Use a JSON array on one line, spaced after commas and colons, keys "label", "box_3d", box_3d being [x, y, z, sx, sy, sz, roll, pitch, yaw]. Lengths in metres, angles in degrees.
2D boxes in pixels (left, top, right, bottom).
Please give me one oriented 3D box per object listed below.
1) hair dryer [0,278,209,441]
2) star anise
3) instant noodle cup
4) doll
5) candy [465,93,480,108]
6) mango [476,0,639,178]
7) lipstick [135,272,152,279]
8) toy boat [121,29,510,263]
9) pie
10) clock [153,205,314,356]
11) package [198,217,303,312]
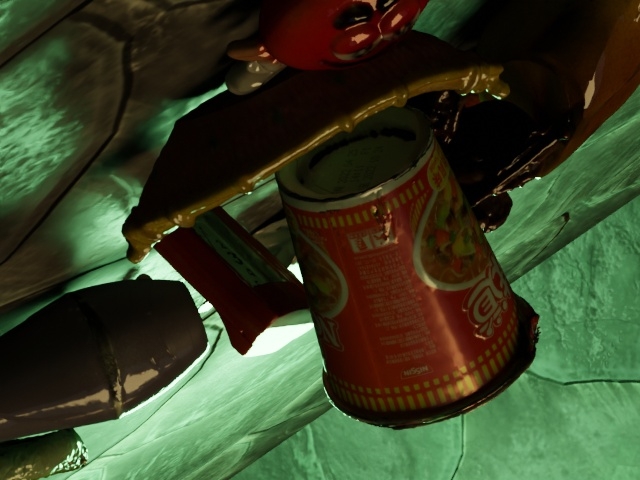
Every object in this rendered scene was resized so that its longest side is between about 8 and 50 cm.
[{"label": "hair dryer", "box_3d": [-0.269, 0.148, 1.799, 0.301, 0.121, 0.361, -21, 172, -15]}, {"label": "star anise", "box_3d": [0.087, -0.074, 1.658, 0.126, 0.190, 0.220, -56, 179, -30]}, {"label": "instant noodle cup", "box_3d": [0.060, 0.011, 1.541, 0.193, 0.212, 0.193, -15, -147, 10]}, {"label": "doll", "box_3d": [0.023, -0.162, 1.306, 0.183, 0.085, 0.217, -30, 177, -15]}, {"label": "candy", "box_3d": [0.171, -0.154, 1.818, 0.292, 0.059, 0.086, -33, 168, -8]}, {"label": "mango", "box_3d": [0.225, -0.180, 1.675, 0.166, 0.136, 0.236, -40, 170, -28]}, {"label": "lipstick", "box_3d": [-0.182, 0.059, 1.835, 0.019, 0.019, 0.094, -26, 167, -34]}, {"label": "toy boat", "box_3d": [-0.016, -0.087, 1.438, 0.318, 0.099, 0.141, -25, -162, -4]}, {"label": "pie", "box_3d": [-0.341, 0.229, 1.876, 0.240, 0.054, 0.240, -16, 178, -1]}, {"label": "clock", "box_3d": [-0.082, 0.027, 1.620, 0.061, 0.155, 0.113, -49, 163, 16]}, {"label": "package", "box_3d": [0.000, 0.000, 1.997, 0.251, 0.062, 0.204, -40, 169, 13]}]
